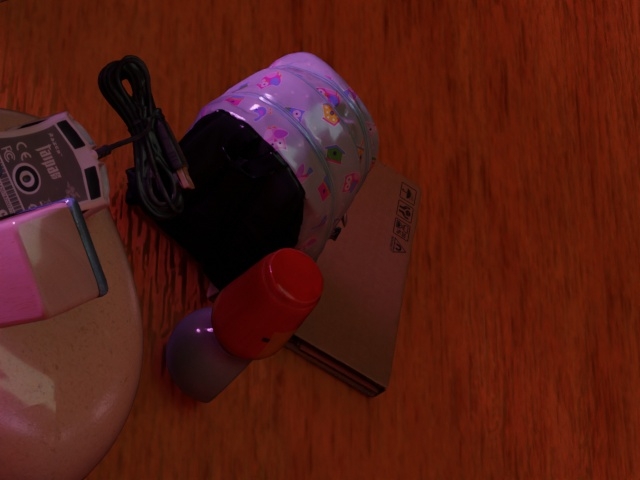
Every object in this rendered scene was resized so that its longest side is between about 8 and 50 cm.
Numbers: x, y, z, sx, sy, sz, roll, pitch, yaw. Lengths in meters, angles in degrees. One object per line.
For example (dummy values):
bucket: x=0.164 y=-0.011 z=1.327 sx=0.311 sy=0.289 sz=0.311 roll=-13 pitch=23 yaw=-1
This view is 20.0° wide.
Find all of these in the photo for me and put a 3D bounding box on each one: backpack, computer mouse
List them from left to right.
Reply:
computer mouse: x=-0.162 y=-0.042 z=1.082 sx=0.193 sy=0.042 sz=0.106 roll=-23 pitch=90 yaw=-45
backpack: x=-0.041 y=-0.046 z=1.254 sx=0.152 sy=0.182 sz=0.115 roll=41 pitch=57 yaw=3

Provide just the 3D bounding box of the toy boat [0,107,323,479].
toy boat: x=-0.157 y=0.051 z=1.159 sx=0.318 sy=0.148 sz=0.268 roll=6 pitch=58 yaw=-33

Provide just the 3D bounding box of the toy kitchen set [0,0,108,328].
toy kitchen set: x=-0.147 y=-0.075 z=0.977 sx=0.166 sy=0.122 sz=0.207 roll=-25 pitch=99 yaw=-39

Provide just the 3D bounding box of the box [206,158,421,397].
box: x=0.000 y=0.000 z=1.407 sx=0.164 sy=0.021 sz=0.201 roll=31 pitch=50 yaw=-24
